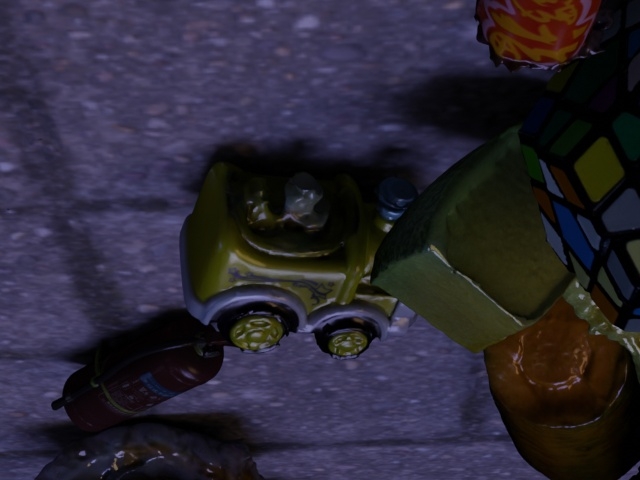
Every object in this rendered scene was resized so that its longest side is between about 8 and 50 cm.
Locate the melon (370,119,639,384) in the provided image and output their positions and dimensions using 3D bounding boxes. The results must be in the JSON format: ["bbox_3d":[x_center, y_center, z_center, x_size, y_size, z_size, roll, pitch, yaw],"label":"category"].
[{"bbox_3d":[0.120,0.014,0.772,0.209,0.118,0.064,33,150,-23],"label":"melon"}]

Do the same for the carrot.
[{"bbox_3d":[0.133,0.083,0.992,0.082,0.082,0.173,-7,161,14],"label":"carrot"}]

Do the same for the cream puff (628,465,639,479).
[{"bbox_3d":[0.263,0.160,0.962,0.239,0.165,0.239,3,159,1],"label":"cream puff"}]

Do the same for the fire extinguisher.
[{"bbox_3d":[-0.088,0.066,0.993,0.056,0.039,0.132,4,159,-38],"label":"fire extinguisher"}]

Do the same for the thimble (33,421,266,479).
[{"bbox_3d":[-0.102,0.186,1.167,0.151,0.127,0.118,-2,160,7],"label":"thimble"}]

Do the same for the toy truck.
[{"bbox_3d":[0.000,0.000,0.800,0.111,0.076,0.077,4,138,-16],"label":"toy truck"}]

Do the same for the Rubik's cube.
[{"bbox_3d":[0.137,-0.027,0.674,0.112,0.133,0.133,-28,160,-9],"label":"Rubik's cube"}]

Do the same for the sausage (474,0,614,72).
[{"bbox_3d":[0.077,-0.103,0.574,0.050,0.048,0.145,35,160,12],"label":"sausage"}]
